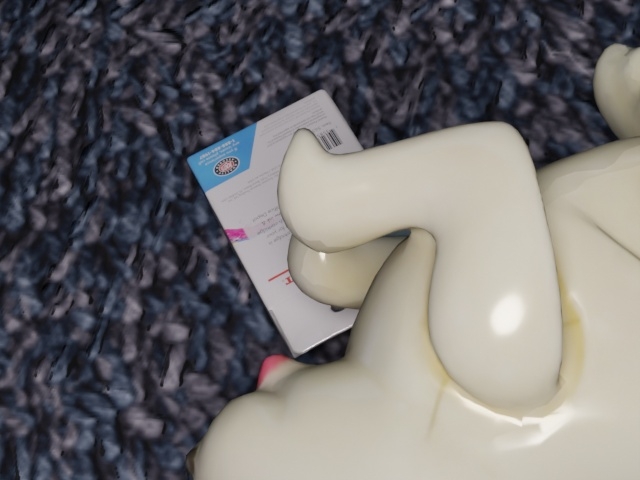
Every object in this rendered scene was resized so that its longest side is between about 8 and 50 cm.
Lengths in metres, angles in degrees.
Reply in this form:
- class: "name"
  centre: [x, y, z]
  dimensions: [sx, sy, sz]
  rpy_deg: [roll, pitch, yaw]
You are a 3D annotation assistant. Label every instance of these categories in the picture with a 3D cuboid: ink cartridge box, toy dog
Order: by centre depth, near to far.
- class: "toy dog"
  centre: [0.120, 0.095, 0.899]
  dimensions: [0.408, 0.284, 0.395]
  rpy_deg: [-35, 89, -12]
- class: "ink cartridge box"
  centre: [0.000, 0.000, 1.099]
  dimensions: [0.104, 0.061, 0.181]
  rpy_deg: [-27, 52, -3]
